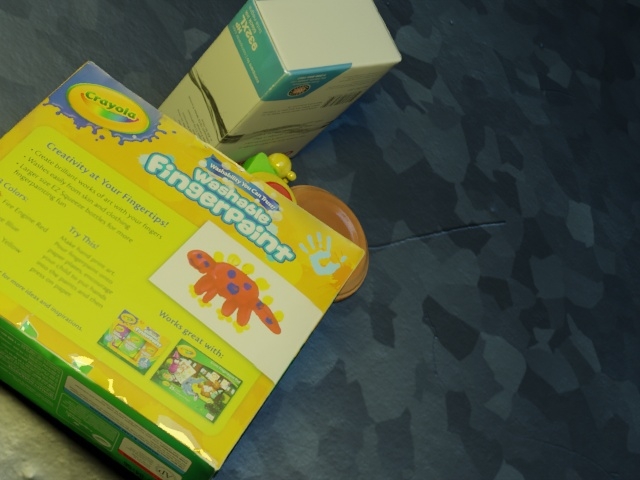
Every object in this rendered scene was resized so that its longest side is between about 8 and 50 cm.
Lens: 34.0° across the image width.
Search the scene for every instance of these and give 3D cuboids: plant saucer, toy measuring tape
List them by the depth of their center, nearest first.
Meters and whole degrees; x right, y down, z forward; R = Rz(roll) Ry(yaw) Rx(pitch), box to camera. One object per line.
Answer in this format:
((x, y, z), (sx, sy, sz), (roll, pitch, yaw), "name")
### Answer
((-0.122, 0.005, 1.523), (0.121, 0.121, 0.330), (40, 61, -14), "toy measuring tape")
((0.000, 0.000, 1.655), (0.199, 0.037, 0.200), (16, 59, -30), "plant saucer")

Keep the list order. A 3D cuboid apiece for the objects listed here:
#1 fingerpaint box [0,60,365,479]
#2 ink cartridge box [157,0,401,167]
((-0.230, 0.045, 1.301), (0.444, 0.163, 0.371), (34, 53, 2), "fingerpaint box")
((-0.068, -0.227, 1.538), (0.223, 0.307, 0.129), (-16, 76, -41), "ink cartridge box")
